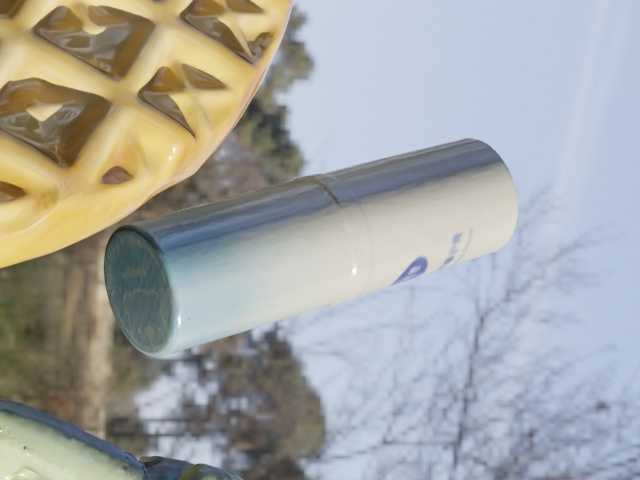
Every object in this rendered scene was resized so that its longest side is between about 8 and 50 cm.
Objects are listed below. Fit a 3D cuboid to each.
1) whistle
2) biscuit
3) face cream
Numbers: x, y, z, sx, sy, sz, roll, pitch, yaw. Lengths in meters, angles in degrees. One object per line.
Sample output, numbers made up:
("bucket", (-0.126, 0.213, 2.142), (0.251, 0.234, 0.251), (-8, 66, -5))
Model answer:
("whistle", (-0.046, 0.133, 0.665), (0.114, 0.236, 0.077), (-35, -150, 44))
("biscuit", (-0.143, -0.083, 0.485), (0.040, 0.309, 0.204), (125, -40, -56))
("face cream", (0.000, 0.000, 0.942), (0.077, 0.250, 0.077), (25, -58, 48))
